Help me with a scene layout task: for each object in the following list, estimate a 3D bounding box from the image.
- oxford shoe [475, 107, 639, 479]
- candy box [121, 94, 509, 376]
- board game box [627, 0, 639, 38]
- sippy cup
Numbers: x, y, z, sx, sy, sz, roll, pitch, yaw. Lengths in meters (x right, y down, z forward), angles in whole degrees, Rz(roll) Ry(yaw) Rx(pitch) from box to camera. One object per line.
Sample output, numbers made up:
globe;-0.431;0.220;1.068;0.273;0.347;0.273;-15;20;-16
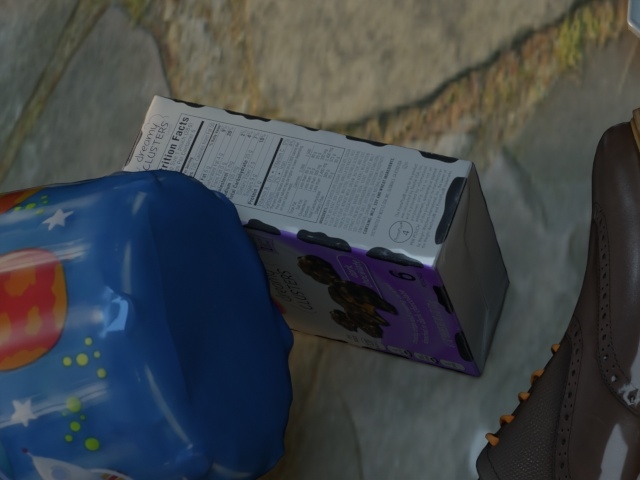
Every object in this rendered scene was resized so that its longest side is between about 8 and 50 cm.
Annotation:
oxford shoe;0.149;0.093;0.831;0.133;0.130;0.363;-3;66;21
candy box;0.000;0.000;0.888;0.196;0.165;0.070;13;69;21
board game box;0.408;-0.285;0.969;0.390;0.050;0.390;3;67;16
sippy cup;-0.144;0.070;0.787;0.224;0.305;0.240;-17;53;23
